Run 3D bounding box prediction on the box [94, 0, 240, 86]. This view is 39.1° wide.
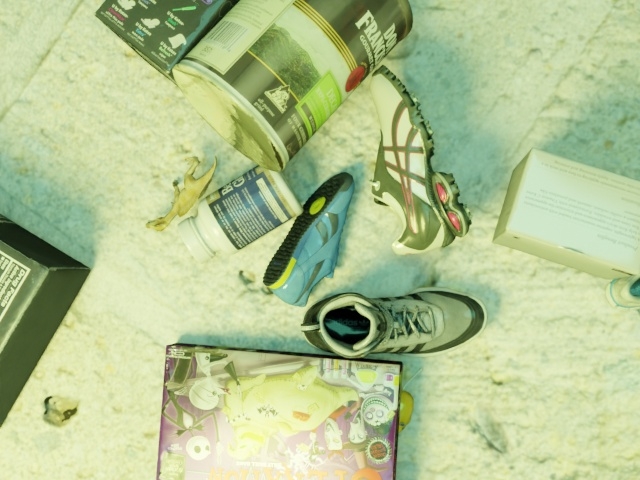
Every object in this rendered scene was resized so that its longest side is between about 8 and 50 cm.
[{"bbox_3d":[-0.166,-0.364,1.297,0.143,0.165,0.270,39,91,7],"label":"box"}]

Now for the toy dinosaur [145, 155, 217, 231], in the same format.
[{"bbox_3d":[-0.183,-0.076,1.313,0.053,0.092,0.183,33,125,-24],"label":"toy dinosaur"}]

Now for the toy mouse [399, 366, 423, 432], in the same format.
[{"bbox_3d":[0.061,0.246,1.309,0.143,0.031,0.161,14,88,6],"label":"toy mouse"}]

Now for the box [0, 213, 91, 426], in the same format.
[{"bbox_3d":[-0.546,0.094,1.294,0.294,0.183,0.296,31,91,7],"label":"box"}]

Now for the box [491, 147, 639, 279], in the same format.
[{"bbox_3d":[0.343,-0.031,1.226,0.181,0.182,0.119,18,86,5],"label":"box"}]

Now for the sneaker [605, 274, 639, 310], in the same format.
[{"bbox_3d":[0.500,0.051,1.258,0.191,0.083,0.071,-23,83,2],"label":"sneaker"}]

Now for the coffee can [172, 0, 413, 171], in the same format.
[{"bbox_3d":[-0.037,-0.261,1.235,0.201,0.201,0.275,40,79,6],"label":"coffee can"}]

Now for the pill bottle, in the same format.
[{"bbox_3d":[-0.119,-0.038,1.309,0.169,0.094,0.094,-31,85,2],"label":"pill bottle"}]

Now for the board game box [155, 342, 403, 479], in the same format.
[{"bbox_3d":[-0.061,0.263,1.292,0.347,0.056,0.208,3,91,12],"label":"board game box"}]

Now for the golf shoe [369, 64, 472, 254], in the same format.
[{"bbox_3d":[0.111,-0.113,1.258,0.120,0.105,0.272,-24,79,8],"label":"golf shoe"}]

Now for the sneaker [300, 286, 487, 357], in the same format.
[{"bbox_3d":[0.102,0.118,1.252,0.269,0.153,0.101,-4,87,5],"label":"sneaker"}]

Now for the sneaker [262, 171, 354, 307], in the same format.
[{"bbox_3d":[0.000,0.000,1.320,0.082,0.069,0.209,35,80,-26],"label":"sneaker"}]
